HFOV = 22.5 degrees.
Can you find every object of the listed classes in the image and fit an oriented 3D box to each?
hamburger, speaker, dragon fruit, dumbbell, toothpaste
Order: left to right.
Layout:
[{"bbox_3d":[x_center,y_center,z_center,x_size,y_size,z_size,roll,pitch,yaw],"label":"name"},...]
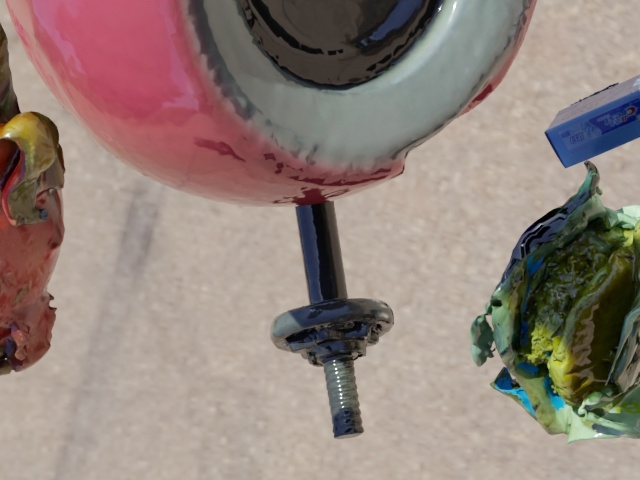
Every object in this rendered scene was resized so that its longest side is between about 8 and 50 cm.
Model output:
[{"bbox_3d":[-0.169,-0.016,0.704,0.133,0.150,0.208,53,140,27],"label":"dragon fruit"},{"bbox_3d":[-0.031,-0.159,0.824,0.294,0.294,0.294,-11,73,39],"label":"speaker"},{"bbox_3d":[0.000,0.000,1.023,0.081,0.081,0.254,-22,69,36],"label":"dumbbell"},{"bbox_3d":[0.285,0.080,1.593,0.150,0.276,0.260,30,94,41],"label":"hamburger"},{"bbox_3d":[0.364,-0.155,1.668,0.272,0.066,0.053,-23,102,32],"label":"toothpaste"}]
